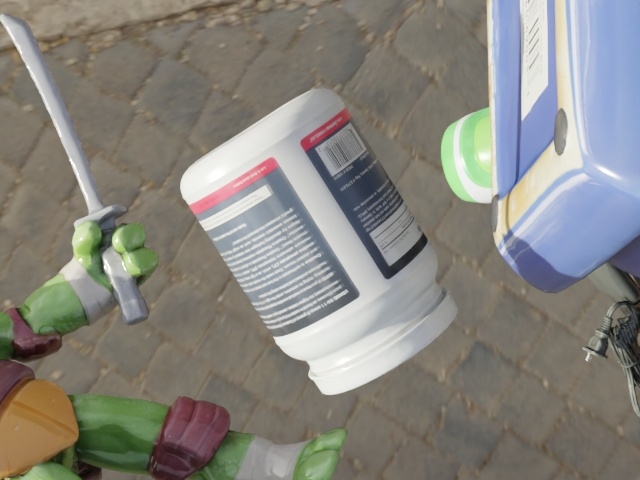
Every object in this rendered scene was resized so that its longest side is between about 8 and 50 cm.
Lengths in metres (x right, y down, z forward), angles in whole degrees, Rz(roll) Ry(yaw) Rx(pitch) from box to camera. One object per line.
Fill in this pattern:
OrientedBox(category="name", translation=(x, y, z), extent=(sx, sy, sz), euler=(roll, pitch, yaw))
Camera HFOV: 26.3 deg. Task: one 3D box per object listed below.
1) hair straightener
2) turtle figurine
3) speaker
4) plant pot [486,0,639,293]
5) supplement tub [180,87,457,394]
OrientedBox(category="hair straightener", translation=(0.212, 0.055, 0.986), extent=(0.089, 0.047, 0.230), euler=(-47, 132, -17))
OrientedBox(category="turtle figurine", translation=(-0.117, 0.057, 0.627), extent=(0.266, 0.198, 0.275), euler=(26, 91, 2))
OrientedBox(category="speaker", translation=(0.308, -0.129, 1.764), extent=(0.296, 0.131, 0.131), euler=(-11, 101, 35))
OrientedBox(category="plant pot", translation=(0.194, -0.091, 0.632), extent=(0.212, 0.236, 0.236), euler=(1, 78, -3))
OrientedBox(category="supplement tub", translation=(0.000, 0.000, 1.405), extent=(0.191, 0.191, 0.272), euler=(-31, 97, 10))
